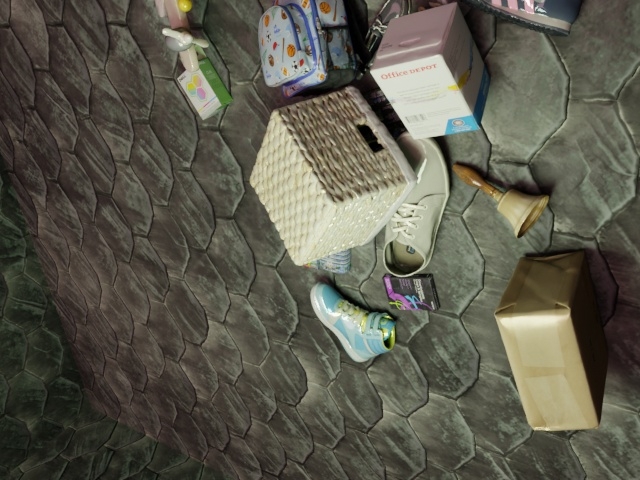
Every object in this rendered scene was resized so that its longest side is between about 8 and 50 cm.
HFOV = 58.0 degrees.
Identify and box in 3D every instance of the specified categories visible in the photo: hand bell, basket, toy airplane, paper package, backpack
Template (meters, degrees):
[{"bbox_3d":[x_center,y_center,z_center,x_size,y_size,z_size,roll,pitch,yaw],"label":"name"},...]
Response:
[{"bbox_3d":[0.431,-0.124,1.452,0.242,0.126,0.126,39,133,26],"label":"hand bell"},{"bbox_3d":[0.014,-0.160,1.510,0.328,0.266,0.331,60,150,18],"label":"basket"},{"bbox_3d":[-0.417,-0.716,1.574,0.386,0.272,0.384,45,133,5],"label":"toy airplane"},{"bbox_3d":[0.573,0.233,1.404,0.168,0.309,0.325,-10,110,34],"label":"paper package"},{"bbox_3d":[-0.038,-0.509,1.457,0.276,0.213,0.263,-2,94,54],"label":"backpack"}]

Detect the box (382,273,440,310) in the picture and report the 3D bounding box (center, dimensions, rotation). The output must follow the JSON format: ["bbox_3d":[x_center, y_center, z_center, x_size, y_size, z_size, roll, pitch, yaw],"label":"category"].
[{"bbox_3d":[0.276,0.158,1.763,0.162,0.029,0.116,-4,114,35],"label":"box"}]

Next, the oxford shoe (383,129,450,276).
[{"bbox_3d":[0.246,-0.078,1.559,0.169,0.130,0.449,19,129,25],"label":"oxford shoe"}]

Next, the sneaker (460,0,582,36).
[{"bbox_3d":[0.386,-0.534,1.194,0.319,0.112,0.131,20,107,-2],"label":"sneaker"}]

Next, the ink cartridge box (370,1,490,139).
[{"bbox_3d":[0.255,-0.375,1.305,0.171,0.168,0.233,-1,147,37],"label":"ink cartridge box"}]

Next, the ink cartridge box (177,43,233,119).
[{"bbox_3d":[-0.377,-0.499,1.817,0.109,0.062,0.209,-24,100,42],"label":"ink cartridge box"}]

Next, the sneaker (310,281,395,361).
[{"bbox_3d":[0.123,0.242,1.861,0.208,0.127,0.319,-25,110,44],"label":"sneaker"}]

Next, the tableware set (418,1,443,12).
[{"bbox_3d":[0.237,-0.546,1.315,0.020,0.141,0.169,-38,110,1],"label":"tableware set"}]

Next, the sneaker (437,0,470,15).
[{"bbox_3d":[0.252,-0.628,1.292,0.281,0.105,0.115,59,167,-15],"label":"sneaker"}]

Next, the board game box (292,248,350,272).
[{"bbox_3d":[0.000,0.000,1.846,0.194,0.060,0.194,15,125,28],"label":"board game box"}]

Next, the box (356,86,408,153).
[{"bbox_3d":[0.166,-0.315,1.553,0.190,0.045,0.184,-10,112,38],"label":"box"}]

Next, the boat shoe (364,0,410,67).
[{"bbox_3d":[0.155,-0.514,1.426,0.075,0.065,0.206,39,132,11],"label":"boat shoe"}]
